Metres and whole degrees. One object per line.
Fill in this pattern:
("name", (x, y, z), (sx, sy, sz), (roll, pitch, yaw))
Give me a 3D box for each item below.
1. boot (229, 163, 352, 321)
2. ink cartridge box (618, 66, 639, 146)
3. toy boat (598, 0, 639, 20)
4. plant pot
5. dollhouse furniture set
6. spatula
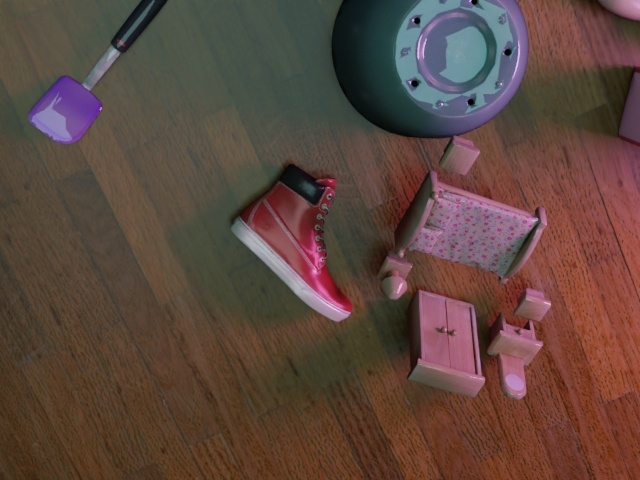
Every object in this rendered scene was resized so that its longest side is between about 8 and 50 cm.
("boot", (0.000, 0.000, 1.625), (0.176, 0.088, 0.244), (-45, 100, 3))
("ink cartridge box", (0.663, -0.181, 1.588), (0.306, 0.226, 0.131), (6, 103, -9))
("toy boat", (0.456, -0.493, 1.549), (0.318, 0.148, 0.267), (14, 106, -17))
("plant pot", (0.174, -0.285, 1.502), (0.293, 0.235, 0.293), (-1, 103, -6))
("dollhouse furniture set", (0.267, 0.062, 1.546), (0.303, 0.174, 0.355), (16, 130, -11))
("spatula", (-0.327, -0.276, 1.549), (0.084, 0.030, 0.296), (39, 95, -14))
